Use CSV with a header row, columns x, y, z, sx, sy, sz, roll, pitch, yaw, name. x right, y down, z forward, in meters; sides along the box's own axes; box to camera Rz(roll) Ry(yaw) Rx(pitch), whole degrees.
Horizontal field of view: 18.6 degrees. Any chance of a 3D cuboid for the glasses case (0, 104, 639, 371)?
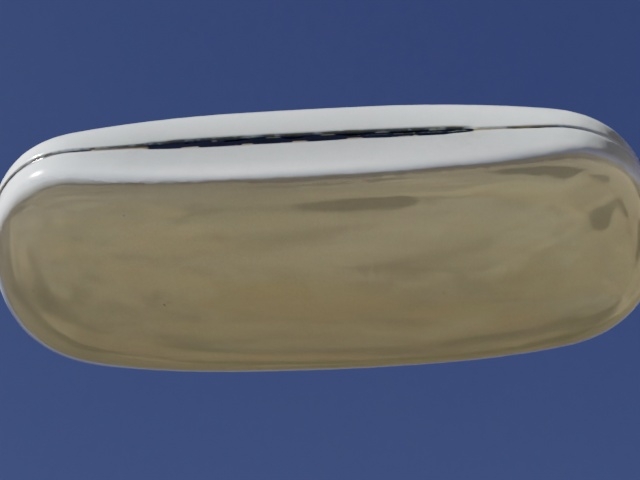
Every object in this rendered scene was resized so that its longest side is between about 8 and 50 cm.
x,y,z,sx,sy,sz,roll,pitch,yaw,name
0.000,0.000,0.583,0.197,0.049,0.076,-3,-53,6,glasses case
